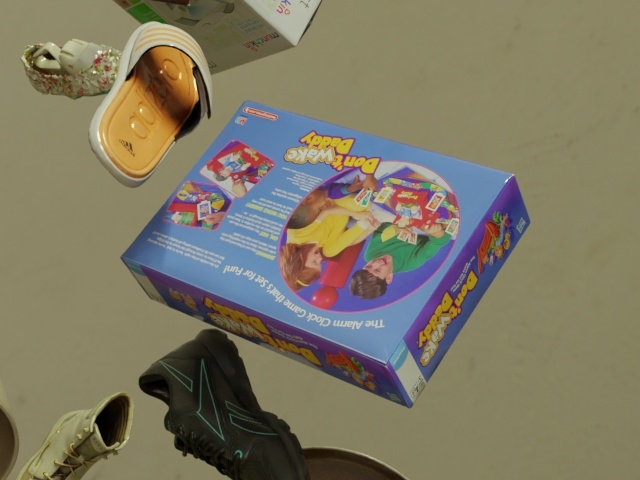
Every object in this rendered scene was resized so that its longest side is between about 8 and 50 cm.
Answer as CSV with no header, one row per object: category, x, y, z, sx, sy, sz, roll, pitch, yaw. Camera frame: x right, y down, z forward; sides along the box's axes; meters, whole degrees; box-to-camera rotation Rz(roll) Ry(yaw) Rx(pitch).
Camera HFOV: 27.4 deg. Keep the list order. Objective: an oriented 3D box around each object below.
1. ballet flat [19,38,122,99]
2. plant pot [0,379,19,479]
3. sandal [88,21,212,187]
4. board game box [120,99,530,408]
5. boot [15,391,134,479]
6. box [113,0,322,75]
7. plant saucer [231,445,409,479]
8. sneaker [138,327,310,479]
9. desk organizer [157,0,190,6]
ballet flat,-0.355,-0.247,1.864,0.241,0.091,0.077,3,-40,47
plant pot,-0.525,0.173,1.678,0.256,0.256,0.274,46,15,-39
sandal,-0.145,-0.140,1.264,0.102,0.076,0.265,49,26,-23
board game box,0.000,0.000,1.320,0.347,0.233,0.078,20,-27,36
boot,-0.359,0.321,1.911,0.077,0.213,0.165,42,-41,-20
box,-0.163,-0.384,1.991,0.231,0.127,0.262,40,-27,-28
plant saucer,0.009,0.389,1.590,0.310,0.311,0.050,37,14,0
sneaker,-0.097,0.207,1.364,0.267,0.106,0.101,50,-30,41
desk organizer,-0.236,-0.358,1.768,0.130,0.050,0.047,6,44,-18
